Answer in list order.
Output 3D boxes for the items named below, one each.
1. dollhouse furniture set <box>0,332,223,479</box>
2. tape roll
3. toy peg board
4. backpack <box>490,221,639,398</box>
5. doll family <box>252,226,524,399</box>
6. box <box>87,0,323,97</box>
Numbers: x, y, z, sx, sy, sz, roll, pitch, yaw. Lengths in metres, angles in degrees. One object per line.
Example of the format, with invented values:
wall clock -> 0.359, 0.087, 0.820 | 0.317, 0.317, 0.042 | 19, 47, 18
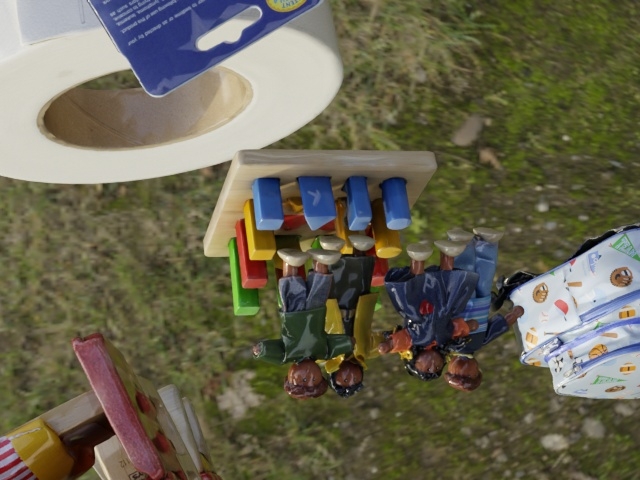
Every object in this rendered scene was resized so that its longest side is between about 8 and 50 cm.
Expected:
dollhouse furniture set -> -0.152, 0.186, 0.725 | 0.201, 0.374, 0.152 | -28, 78, -5
tape roll -> -0.172, -0.154, 1.195 | 0.392, 0.392, 0.072 | -19, 73, 26
toy peg board -> 0.000, 0.000, 1.013 | 0.160, 0.161, 0.079 | 119, 146, -60
backpack -> 0.417, 0.093, 1.704 | 0.263, 0.276, 0.213 | -47, 53, 40
doll family -> 0.048, 0.053, 0.800 | 0.193, 0.076, 0.111 | -3, 102, -11
box -> -0.105, -0.213, 0.763 | 0.136, 0.036, 0.225 | -31, 114, -2
